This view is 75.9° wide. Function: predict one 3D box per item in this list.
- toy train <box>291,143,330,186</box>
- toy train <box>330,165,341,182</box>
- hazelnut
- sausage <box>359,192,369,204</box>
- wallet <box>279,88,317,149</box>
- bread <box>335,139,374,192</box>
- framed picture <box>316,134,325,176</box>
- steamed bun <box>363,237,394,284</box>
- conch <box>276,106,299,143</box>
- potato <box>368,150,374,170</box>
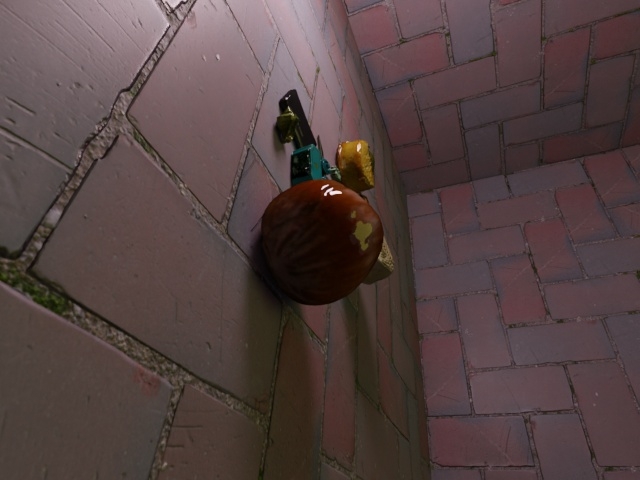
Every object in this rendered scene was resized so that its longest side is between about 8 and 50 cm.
[{"bbox_3d":[-0.034,-0.237,1.458,0.154,0.108,0.197,33,49,-53],"label":"toy train"},{"bbox_3d":[0.068,-0.307,1.885,0.083,0.034,0.053,42,44,-59],"label":"toy train"},{"bbox_3d":[0.000,0.000,1.151,0.373,0.316,0.371,16,63,-35],"label":"hazelnut"},{"bbox_3d":[0.239,-0.134,2.213,0.083,0.083,0.263,-4,82,-71],"label":"sausage"},{"bbox_3d":[-0.078,-0.426,1.528,0.149,0.044,0.249,-67,142,-53],"label":"wallet"},{"bbox_3d":[0.159,-0.360,1.992,0.147,0.161,0.260,-14,99,-65],"label":"bread"},{"bbox_3d":[0.014,-0.276,1.678,0.197,0.014,0.251,59,23,-78],"label":"framed picture"},{"bbox_3d":[0.180,0.053,1.766,0.276,0.204,0.288,43,25,-45],"label":"steamed bun"},{"bbox_3d":[-0.106,-0.385,1.373,0.089,0.074,0.121,-14,118,-38],"label":"conch"},{"bbox_3d":[0.212,-0.396,2.178,0.253,0.149,0.186,21,74,-78],"label":"potato"}]
